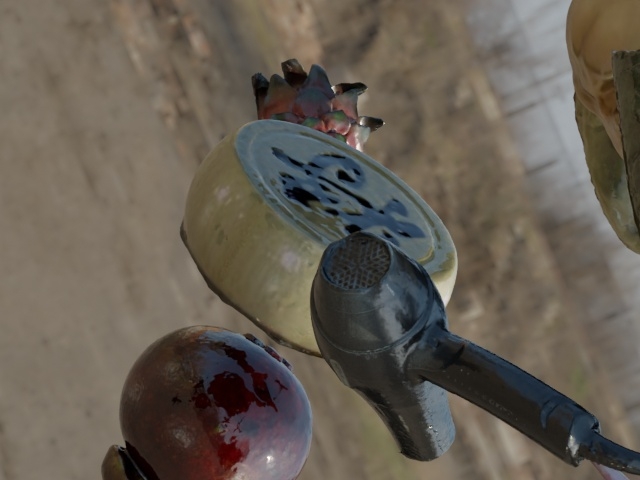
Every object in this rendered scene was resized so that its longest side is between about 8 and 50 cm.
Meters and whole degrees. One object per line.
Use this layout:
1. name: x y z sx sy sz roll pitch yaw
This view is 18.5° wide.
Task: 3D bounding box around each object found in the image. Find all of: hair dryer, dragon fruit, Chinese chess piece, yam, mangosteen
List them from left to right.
1. mangosteen: -0.128 0.216 2.055 0.215 0.257 0.215 33 -7 4
2. dragon fruit: -0.015 -0.109 2.048 0.130 0.121 0.142 61 38 -36
3. Chinese chess piece: 0.000 0.000 1.779 0.257 0.104 0.257 27 25 -14
4. hair dryer: 0.116 0.118 1.310 0.272 0.091 0.235 30 -23 34
5. yam: 0.198 -0.048 1.066 0.070 0.070 0.146 57 25 -67

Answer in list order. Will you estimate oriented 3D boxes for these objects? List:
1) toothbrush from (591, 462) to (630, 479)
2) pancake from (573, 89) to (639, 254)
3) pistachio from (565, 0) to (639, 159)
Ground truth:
1. toothbrush: 0.243 0.206 1.410 0.269 0.021 0.027 46 -13 30
2. pancake: 0.433 -0.118 1.911 0.387 0.387 0.082 67 22 -3
3. pistachio: 0.345 -0.164 1.666 0.321 0.238 0.229 -13 -66 51
